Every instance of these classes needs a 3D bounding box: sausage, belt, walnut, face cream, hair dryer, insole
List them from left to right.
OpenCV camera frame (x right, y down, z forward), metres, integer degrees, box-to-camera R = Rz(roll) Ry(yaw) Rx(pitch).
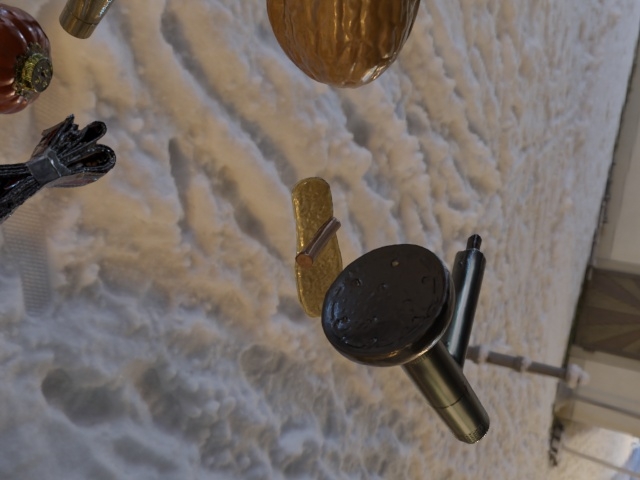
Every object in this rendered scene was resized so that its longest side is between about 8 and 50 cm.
[{"bbox_3d":[-0.487,-0.108,1.098,0.126,0.094,0.359,60,31,-16],"label":"belt"},{"bbox_3d":[-0.492,-0.607,1.483,0.137,0.341,0.084,-1,60,-48],"label":"face cream"},{"bbox_3d":[-0.005,0.016,1.035,0.081,0.011,0.248,-11,117,-11],"label":"insole"},{"bbox_3d":[0.000,0.000,0.910,0.116,0.026,0.026,-51,139,-51],"label":"sausage"},{"bbox_3d":[0.034,-0.341,0.915,0.225,0.224,0.261,-39,142,-47],"label":"walnut"},{"bbox_3d":[0.137,0.087,0.863,0.320,0.155,0.284,47,33,-46],"label":"hair dryer"}]

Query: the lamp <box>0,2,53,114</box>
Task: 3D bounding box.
[{"bbox_3d":[-0.646,-0.365,1.311,0.223,0.196,0.223,21,90,-85],"label":"lamp"}]
